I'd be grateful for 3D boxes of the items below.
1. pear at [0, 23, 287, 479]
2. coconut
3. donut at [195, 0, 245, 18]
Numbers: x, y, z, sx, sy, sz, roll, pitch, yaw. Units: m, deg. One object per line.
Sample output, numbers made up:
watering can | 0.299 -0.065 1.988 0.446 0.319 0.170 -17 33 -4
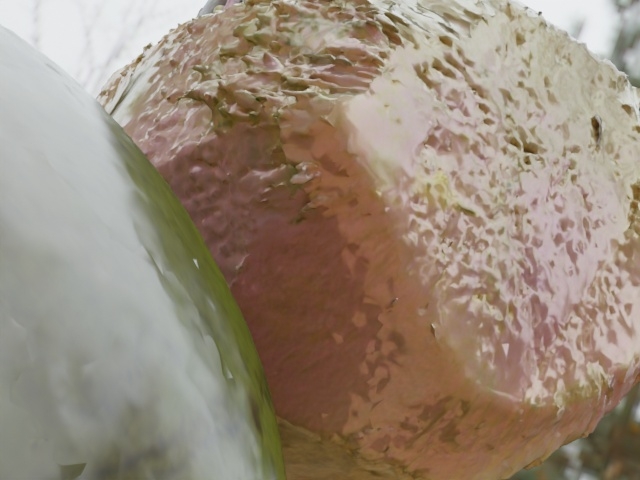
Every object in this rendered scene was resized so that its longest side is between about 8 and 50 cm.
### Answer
pear | -0.185 0.073 0.565 0.352 0.352 0.413 40 15 -32
coconut | 0.000 0.000 0.795 0.233 0.233 0.245 37 -29 -27
donut | 0.000 -0.045 1.283 0.136 0.259 0.345 1 -70 43
